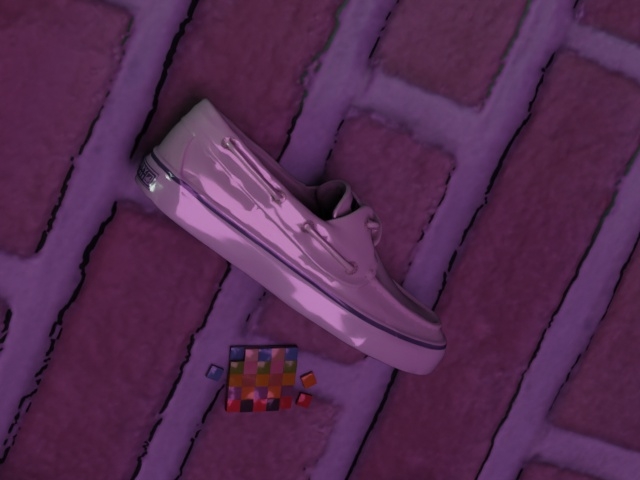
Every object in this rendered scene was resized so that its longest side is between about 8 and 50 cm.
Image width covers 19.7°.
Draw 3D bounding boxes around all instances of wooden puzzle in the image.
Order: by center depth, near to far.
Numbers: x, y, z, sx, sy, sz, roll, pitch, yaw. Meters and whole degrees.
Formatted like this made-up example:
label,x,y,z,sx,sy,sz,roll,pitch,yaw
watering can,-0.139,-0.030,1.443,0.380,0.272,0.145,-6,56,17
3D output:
label,x,y,z,sx,sy,sz,roll,pitch,yaw
wooden puzzle,-0.041,0.098,1.306,0.083,0.006,0.049,-1,110,-19

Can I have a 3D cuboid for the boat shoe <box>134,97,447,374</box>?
label,x,y,z,sx,sy,sz,roll,pitch,yaw
boat shoe,0.000,0.000,1.233,0.258,0.095,0.084,34,101,-28
